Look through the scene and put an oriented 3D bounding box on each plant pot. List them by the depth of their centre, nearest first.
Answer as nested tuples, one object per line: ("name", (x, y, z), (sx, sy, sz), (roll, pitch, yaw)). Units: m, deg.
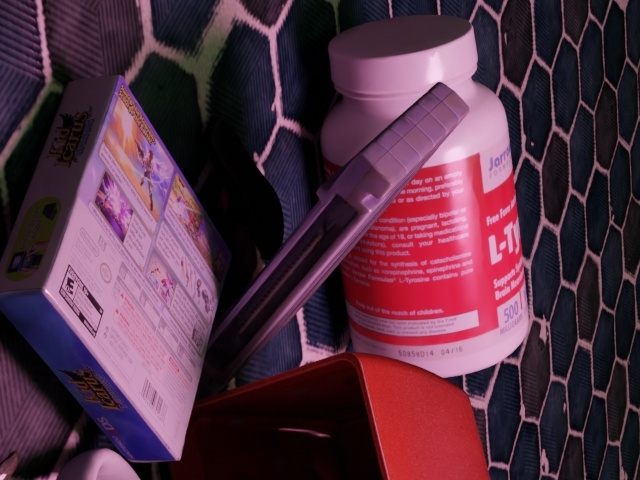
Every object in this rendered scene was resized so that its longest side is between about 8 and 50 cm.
("plant pot", (0.035, 0.262, 1.556), (0.235, 0.267, 0.267), (-2, 75, -52))

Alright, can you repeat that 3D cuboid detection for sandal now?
("sandal", (-0.088, -0.055, 1.668), (0.179, 0.040, 0.067), (62, 33, -30))

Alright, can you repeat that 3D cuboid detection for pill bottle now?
("pill bottle", (0.123, -0.056, 1.884), (0.229, 0.229, 0.408), (-46, 132, -55))

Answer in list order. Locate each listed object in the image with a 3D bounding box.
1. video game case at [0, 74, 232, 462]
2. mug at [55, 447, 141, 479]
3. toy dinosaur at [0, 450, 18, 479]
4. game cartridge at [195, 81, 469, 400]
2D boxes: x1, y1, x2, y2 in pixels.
("video game case", (-0.180, 0.029, 1.410), (0.269, 0.061, 0.244), (61, 33, -45))
("mug", (-0.160, 0.342, 1.326), (0.374, 0.276, 0.328), (-105, 167, -53))
("toy dinosaur", (-0.337, 0.231, 1.108), (0.313, 0.121, 0.160), (-42, 141, -62))
("game cartridge", (0.000, 0.000, 1.581), (0.355, 0.068, 0.230), (-50, -179, 34))
